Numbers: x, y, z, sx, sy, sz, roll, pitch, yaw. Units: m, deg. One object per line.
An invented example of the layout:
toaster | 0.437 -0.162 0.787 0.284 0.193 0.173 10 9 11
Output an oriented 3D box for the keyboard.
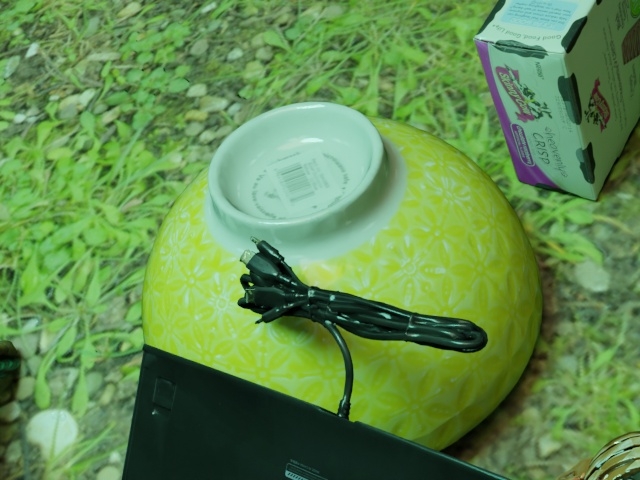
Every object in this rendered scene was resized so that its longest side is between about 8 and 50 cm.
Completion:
keyboard | 0.014 0.113 0.560 0.317 0.033 0.201 14 96 37

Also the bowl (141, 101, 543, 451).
bowl | 0.000 0.000 0.711 0.290 0.156 0.289 -9 45 9

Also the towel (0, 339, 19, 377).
towel | -0.437 0.152 0.756 0.370 0.271 0.040 -19 87 7

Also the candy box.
candy box | 0.211 -0.170 0.776 0.071 0.159 0.233 17 63 33

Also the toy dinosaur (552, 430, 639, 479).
toy dinosaur | 0.203 0.177 0.560 0.322 0.164 0.218 -36 32 23
